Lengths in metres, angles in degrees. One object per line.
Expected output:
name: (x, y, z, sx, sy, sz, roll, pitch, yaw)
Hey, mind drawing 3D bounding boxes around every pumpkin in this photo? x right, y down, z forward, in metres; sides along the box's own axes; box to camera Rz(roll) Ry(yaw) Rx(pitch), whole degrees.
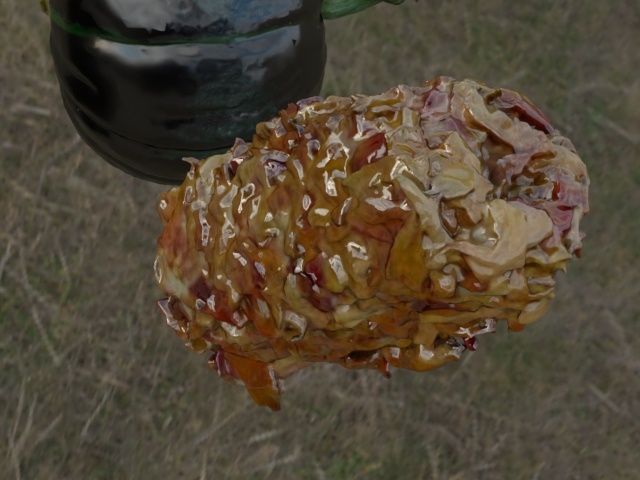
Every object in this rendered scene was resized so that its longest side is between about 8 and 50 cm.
pumpkin: (-0.055, -0.157, 0.904, 0.248, 0.248, 0.248, 10, 52, -14)

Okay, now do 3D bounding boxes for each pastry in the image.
pastry: (0.000, -0.003, 0.424, 0.063, 0.169, 0.087, 11, 69, -39)
